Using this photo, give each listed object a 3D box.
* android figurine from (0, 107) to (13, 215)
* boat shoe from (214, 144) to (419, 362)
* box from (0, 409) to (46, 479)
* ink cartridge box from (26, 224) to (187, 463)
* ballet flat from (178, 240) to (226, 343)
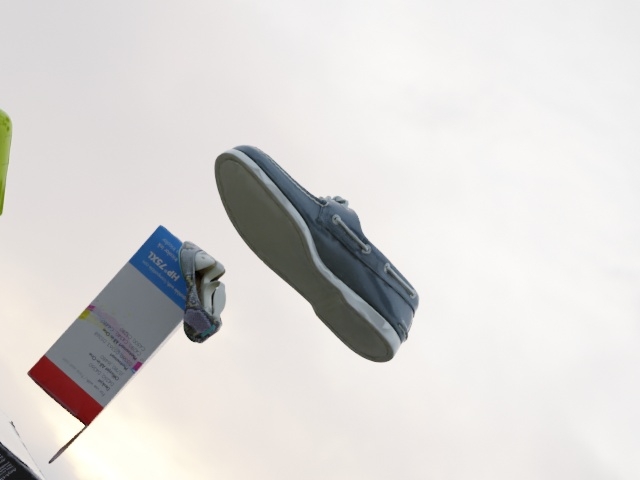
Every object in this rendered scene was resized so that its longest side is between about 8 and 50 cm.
[{"bbox_3d":[-0.372,-0.075,1.383,0.248,0.273,0.056,0,17,-25],"label":"android figurine"},{"bbox_3d":[0.000,0.000,1.990,0.319,0.099,0.116,50,-32,-16],"label":"boat shoe"},{"bbox_3d":[-0.401,0.235,1.530,0.103,0.261,0.184,52,-6,33],"label":"box"},{"bbox_3d":[-0.199,0.098,1.606,0.078,0.231,0.134,42,-6,-1],"label":"ink cartridge box"},{"bbox_3d":[-0.099,0.039,1.485,0.041,0.041,0.114,56,20,-44],"label":"ballet flat"}]
